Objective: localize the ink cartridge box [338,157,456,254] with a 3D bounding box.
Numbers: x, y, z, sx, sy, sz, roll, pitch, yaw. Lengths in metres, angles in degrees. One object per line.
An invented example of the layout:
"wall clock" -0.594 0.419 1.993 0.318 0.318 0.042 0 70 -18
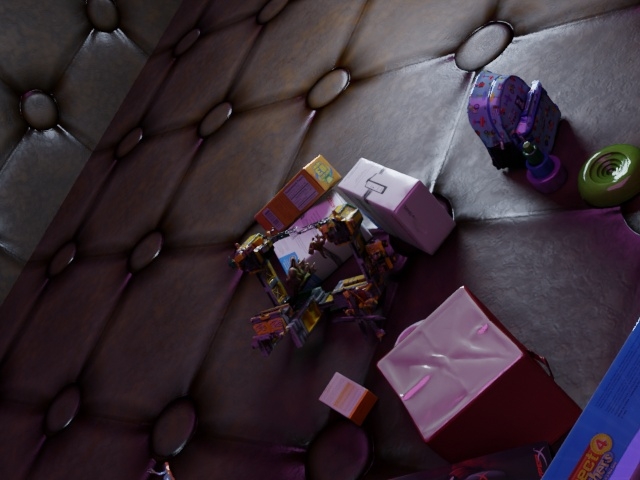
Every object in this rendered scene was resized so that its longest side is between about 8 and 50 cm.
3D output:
"ink cartridge box" 0.152 -0.070 1.595 0.086 0.148 0.203 -51 36 -7

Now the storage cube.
"storage cube" 0.233 0.224 1.191 0.215 0.193 0.183 -42 35 6

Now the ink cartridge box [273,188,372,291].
"ink cartridge box" 0.000 0.000 1.745 0.191 0.082 0.139 -41 35 7

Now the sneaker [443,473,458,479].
"sneaker" 0.145 0.354 1.053 0.044 0.040 0.109 15 61 45

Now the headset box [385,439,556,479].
"headset box" 0.198 0.420 1.070 0.293 0.110 0.218 -20 43 18

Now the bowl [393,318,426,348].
"bowl" 0.179 0.195 1.372 0.170 0.080 0.170 -28 40 27

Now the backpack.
"backpack" 0.361 -0.242 1.516 0.117 0.173 0.158 -2 54 46

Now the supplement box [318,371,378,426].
"supplement box" 0.051 0.289 1.456 0.098 0.036 0.062 21 73 53

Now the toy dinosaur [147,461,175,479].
"toy dinosaur" -0.315 0.498 1.660 0.090 0.047 0.082 2 41 8

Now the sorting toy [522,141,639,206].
"sorting toy" 0.489 -0.140 1.325 0.366 0.126 0.127 4 60 48

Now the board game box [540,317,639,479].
"board game box" 0.386 0.274 0.886 0.308 0.302 0.086 -54 35 -10

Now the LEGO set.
"LEGO set" -0.036 0.087 1.548 0.331 0.254 0.192 -10 22 27

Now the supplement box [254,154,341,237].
"supplement box" -0.054 -0.097 1.822 0.233 0.080 0.078 -38 4 45
